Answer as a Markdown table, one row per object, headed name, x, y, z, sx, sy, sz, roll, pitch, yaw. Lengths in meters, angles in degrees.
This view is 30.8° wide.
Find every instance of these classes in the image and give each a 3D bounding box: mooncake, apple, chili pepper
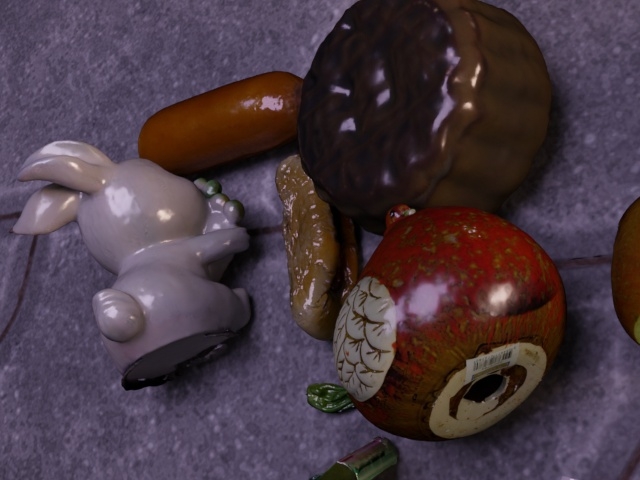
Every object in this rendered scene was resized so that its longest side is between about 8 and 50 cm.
| name | x | y | z | sx | sy | sz | roll | pitch | yaw |
| --- | --- | --- | --- | --- | --- | --- | --- | --- | --- |
| mooncake | 0.101 | -0.145 | 1.297 | 0.290 | 0.161 | 0.290 | -15 | 68 | 43 |
| apple | 0.348 | 0.024 | 1.066 | 0.147 | 0.146 | 0.163 | 6 | 70 | 35 |
| chili pepper | 0.022 | 0.175 | 1.315 | 0.091 | 0.030 | 0.034 | -11 | 37 | 31 |

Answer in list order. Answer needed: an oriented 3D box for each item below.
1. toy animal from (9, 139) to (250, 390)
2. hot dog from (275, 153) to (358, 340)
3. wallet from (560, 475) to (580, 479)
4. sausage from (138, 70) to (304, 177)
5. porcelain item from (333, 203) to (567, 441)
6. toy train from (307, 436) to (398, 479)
| name | x | y | z | sx | sy | sz | roll | pitch | yaw |
| --- | --- | --- | --- | --- | --- | --- | --- | --- | --- |
| toy animal | -0.230 | 0.017 | 1.456 | 0.183 | 0.247 | 0.310 | -42 | 66 | 50 |
| hot dog | 0.000 | 0.000 | 1.384 | 0.073 | 0.084 | 0.242 | -25 | 53 | 27 |
| wallet | 0.238 | 0.270 | 1.112 | 0.044 | 0.011 | 0.083 | 9 | 73 | 40 |
| sausage | -0.128 | -0.153 | 1.549 | 0.274 | 0.105 | 0.105 | -14 | 60 | 32 |
| porcelain item | 0.116 | 0.064 | 1.157 | 0.253 | 0.253 | 0.253 | -17 | 58 | 30 |
| toy train | 0.029 | 0.242 | 1.202 | 0.071 | 0.148 | 0.038 | -38 | 78 | 18 |
